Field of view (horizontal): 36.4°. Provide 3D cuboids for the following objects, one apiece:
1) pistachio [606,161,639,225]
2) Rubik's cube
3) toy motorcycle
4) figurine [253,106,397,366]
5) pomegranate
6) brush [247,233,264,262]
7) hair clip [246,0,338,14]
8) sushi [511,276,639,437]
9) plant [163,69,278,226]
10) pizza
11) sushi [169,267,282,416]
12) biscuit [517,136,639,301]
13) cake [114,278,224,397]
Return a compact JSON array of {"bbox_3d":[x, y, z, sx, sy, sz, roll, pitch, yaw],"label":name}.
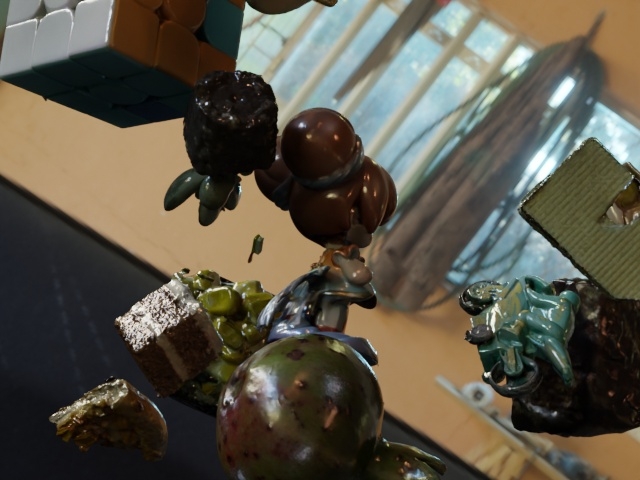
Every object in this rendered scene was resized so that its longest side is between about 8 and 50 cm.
[{"bbox_3d":[0.610,-0.048,2.003,0.138,0.237,0.153,7,-5,-14],"label":"pistachio"},{"bbox_3d":[-0.330,-0.382,1.670,0.291,0.291,0.292,-4,-16,36],"label":"Rubik's cube"},{"bbox_3d":[0.340,0.149,1.611,0.296,0.198,0.109,-90,162,-56],"label":"toy motorcycle"},{"bbox_3d":[0.000,0.000,1.631,0.248,0.387,0.277,16,-16,-20],"label":"figurine"},{"bbox_3d":[0.015,0.246,1.298,0.306,0.242,0.242,9,7,-12],"label":"pomegranate"},{"bbox_3d":[-0.129,0.022,1.939,0.021,0.019,0.083,32,-41,9],"label":"brush"},{"bbox_3d":[-0.024,-0.400,1.422,0.071,0.218,0.159,26,-27,37],"label":"hair clip"},{"bbox_3d":[0.515,0.217,1.893,0.281,0.294,0.299,-7,-3,38],"label":"sushi"},{"bbox_3d":[-0.154,-0.134,1.548,0.147,0.274,0.149,9,48,-17],"label":"plant"},{"bbox_3d":[-0.294,0.254,1.349,0.161,0.062,0.182,4,-37,-3],"label":"pizza"},{"bbox_3d":[-0.217,0.235,2.157,0.328,0.328,0.285,25,-5,0],"label":"sushi"},{"bbox_3d":[0.402,-0.011,1.317,0.250,0.147,0.046,43,-2,5],"label":"biscuit"},{"bbox_3d":[-0.258,0.167,1.685,0.135,0.147,0.134,37,-27,51],"label":"cake"}]
